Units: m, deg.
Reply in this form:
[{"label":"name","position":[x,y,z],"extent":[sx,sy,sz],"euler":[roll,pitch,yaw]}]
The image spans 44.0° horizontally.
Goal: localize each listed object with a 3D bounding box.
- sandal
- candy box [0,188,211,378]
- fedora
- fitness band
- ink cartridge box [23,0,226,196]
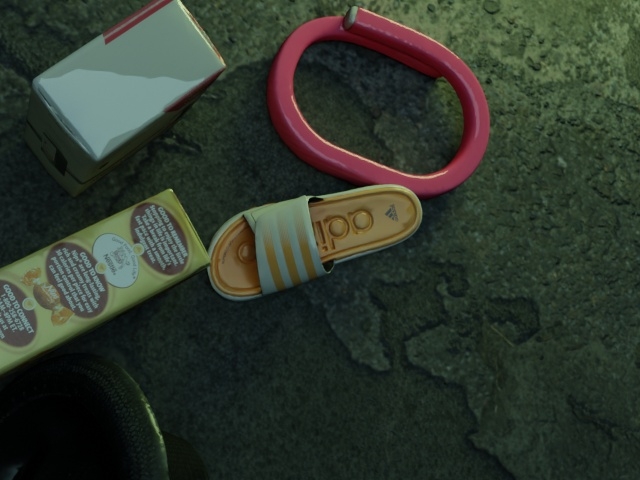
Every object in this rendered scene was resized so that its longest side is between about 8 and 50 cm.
[{"label":"sandal","position":[-0.003,-0.010,0.901],"extent":[0.265,0.076,0.102],"euler":[-19,91,-10]},{"label":"candy box","position":[-0.275,0.068,0.750],"extent":[0.316,0.183,0.087],"euler":[-28,92,-22]},{"label":"fedora","position":[-0.213,0.270,0.724],"extent":[0.152,0.334,0.334],"euler":[24,71,-50]},{"label":"fitness band","position":[0.076,-0.167,0.986],"extent":[0.291,0.054,0.209],"euler":[19,76,-15]},{"label":"ink cartridge box","position":[-0.204,-0.136,0.790],"extent":[0.158,0.218,0.092],"euler":[-41,102,-21]}]
